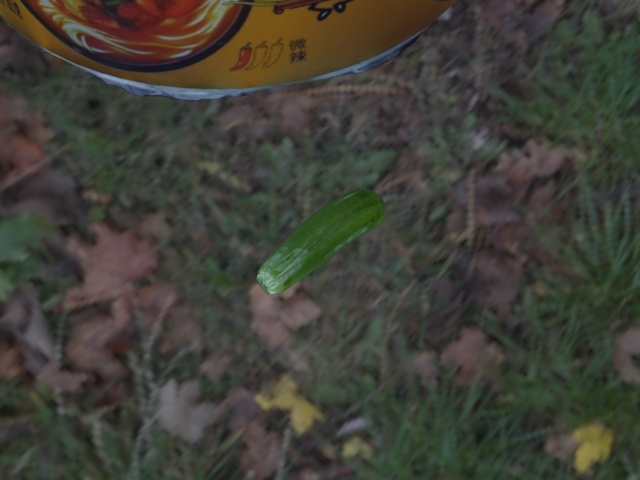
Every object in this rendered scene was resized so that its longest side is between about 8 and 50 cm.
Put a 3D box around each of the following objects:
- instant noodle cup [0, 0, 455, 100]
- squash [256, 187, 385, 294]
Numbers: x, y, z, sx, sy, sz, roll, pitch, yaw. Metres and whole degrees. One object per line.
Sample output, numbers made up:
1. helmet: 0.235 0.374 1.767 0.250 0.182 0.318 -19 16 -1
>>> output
1. instant noodle cup: -0.029 -0.154 0.481 0.216 0.216 0.172 20 143 16
2. squash: 0.001 -0.001 0.892 0.027 0.089 0.027 27 135 30
